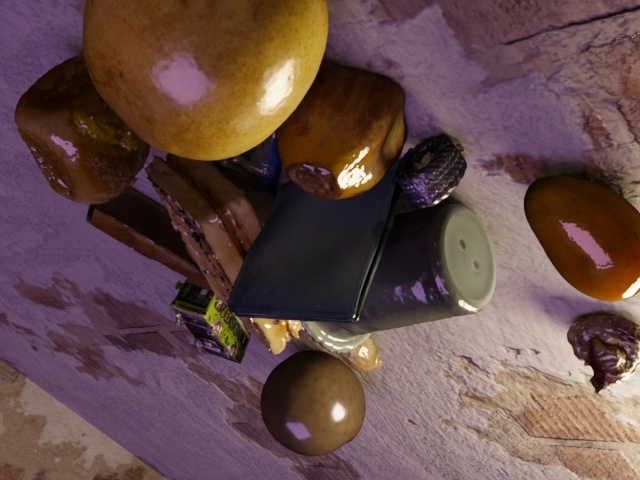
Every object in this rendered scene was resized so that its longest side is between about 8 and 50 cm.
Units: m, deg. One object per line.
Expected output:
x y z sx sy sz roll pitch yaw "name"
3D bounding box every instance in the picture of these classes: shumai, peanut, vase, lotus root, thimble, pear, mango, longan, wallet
0.500 0.187 1.425 0.139 0.105 0.123 -25 121 23 "shumai"
0.044 0.216 1.816 0.228 0.086 0.104 33 158 -12 "peanut"
0.128 0.059 1.387 0.291 0.245 0.245 -11 132 40 "vase"
0.017 -0.138 1.224 0.188 0.180 0.199 13 146 16 "lotus root"
0.165 -0.102 1.227 0.095 0.104 0.066 -30 114 25 "thimble"
-0.148 -0.257 1.055 0.314 0.314 0.314 20 148 13 "pear"
0.387 -0.007 1.185 0.151 0.120 0.221 -15 122 50 "mango"
-0.013 0.385 1.955 0.258 0.258 0.258 20 148 13 "longan"
-0.001 -0.001 1.328 0.251 0.290 0.054 -4 141 39 "wallet"

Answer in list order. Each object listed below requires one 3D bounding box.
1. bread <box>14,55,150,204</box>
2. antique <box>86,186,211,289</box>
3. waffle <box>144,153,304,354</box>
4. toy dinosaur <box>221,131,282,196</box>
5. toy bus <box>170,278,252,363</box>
-0.392 -0.179 1.454 0.176 0.195 0.246 24 151 19 "bread"
-0.341 -0.008 1.773 0.310 0.087 0.093 31 151 -7 "antique"
-0.169 0.022 1.548 0.261 0.114 0.376 43 162 44 "waffle"
-0.071 -0.121 1.445 0.188 0.075 0.247 30 145 -23 "toy dinosaur"
-0.244 0.179 1.937 0.113 0.139 0.302 16 155 18 "toy bus"
